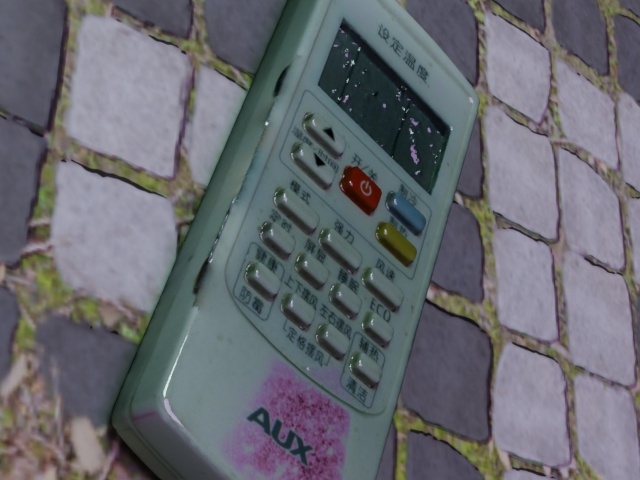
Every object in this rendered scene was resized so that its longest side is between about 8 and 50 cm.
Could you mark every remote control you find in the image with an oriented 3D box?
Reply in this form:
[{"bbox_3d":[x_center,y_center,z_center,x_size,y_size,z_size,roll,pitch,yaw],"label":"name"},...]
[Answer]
[{"bbox_3d":[0.001,0.000,0.765,0.145,0.050,0.344,42,46,-27],"label":"remote control"}]
